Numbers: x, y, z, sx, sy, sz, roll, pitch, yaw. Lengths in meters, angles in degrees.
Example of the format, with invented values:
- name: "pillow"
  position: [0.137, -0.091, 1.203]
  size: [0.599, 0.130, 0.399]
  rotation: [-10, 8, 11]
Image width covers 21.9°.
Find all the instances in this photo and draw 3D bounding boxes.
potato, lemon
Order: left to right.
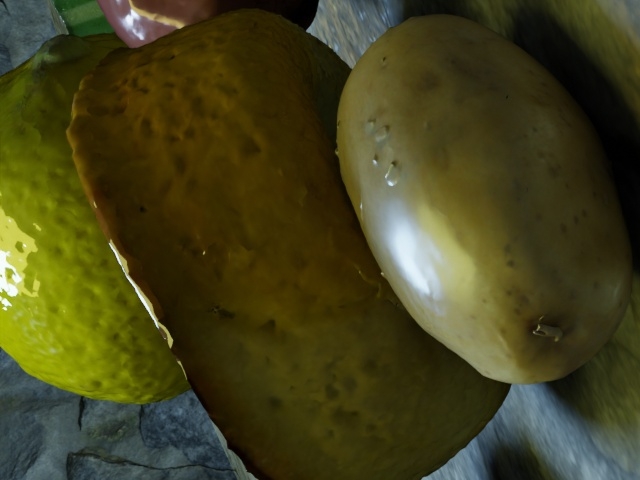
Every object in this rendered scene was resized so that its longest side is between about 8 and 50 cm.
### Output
- name: "lemon"
  position: [-0.179, -0.018, 1.473]
  size: [0.336, 0.336, 0.336]
  rotation: [159, 90, -80]
- name: "potato"
  position: [0.068, -0.023, 0.706]
  size: [0.118, 0.109, 0.178]
  rotation: [43, -166, -49]

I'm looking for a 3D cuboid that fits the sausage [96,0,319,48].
- name: "sausage"
  position: [-0.091, -0.229, 0.998]
  size: [0.152, 0.152, 0.280]
  rotation: [105, 143, -74]

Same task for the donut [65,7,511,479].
- name: "donut"
  position: [0.000, 0.000, 0.866]
  size: [0.303, 0.110, 0.303]
  rotation: [51, -163, -22]

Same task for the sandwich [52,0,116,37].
- name: "sandwich"
  position: [-0.238, -0.258, 1.850]
  size: [0.074, 0.116, 0.074]
  rotation: [169, 81, -79]
